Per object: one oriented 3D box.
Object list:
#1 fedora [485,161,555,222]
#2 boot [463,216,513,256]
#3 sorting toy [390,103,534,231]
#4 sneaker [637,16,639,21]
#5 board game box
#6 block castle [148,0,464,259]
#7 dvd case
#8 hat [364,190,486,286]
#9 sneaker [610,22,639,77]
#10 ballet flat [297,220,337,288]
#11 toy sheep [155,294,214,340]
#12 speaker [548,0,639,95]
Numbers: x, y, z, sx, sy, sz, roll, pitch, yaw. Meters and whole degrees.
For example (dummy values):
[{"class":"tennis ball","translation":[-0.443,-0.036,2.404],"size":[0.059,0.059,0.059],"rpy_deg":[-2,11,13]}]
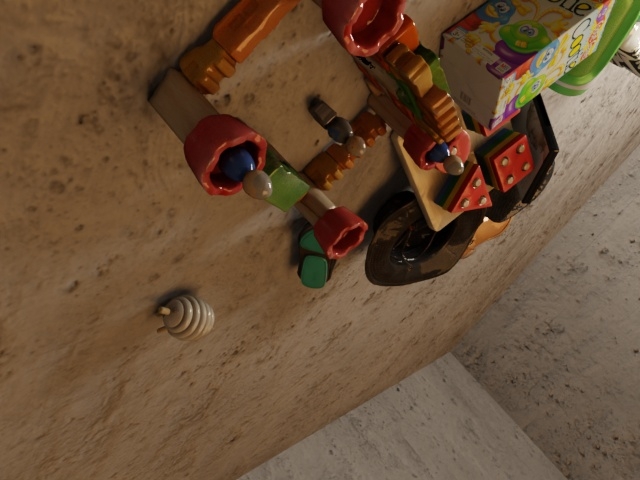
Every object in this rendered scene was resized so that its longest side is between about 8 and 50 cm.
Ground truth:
[{"class":"fedora","translation":[0.505,-0.165,1.538],"size":[0.334,0.152,0.334],"rpy_deg":[-33,154,-18]},{"class":"boot","translation":[0.464,-0.048,1.759],"size":[0.283,0.109,0.220],"rpy_deg":[-45,153,25]},{"class":"sorting toy","translation":[0.305,-0.173,1.161],"size":[0.255,0.089,0.257],"rpy_deg":[-37,126,-9]},{"class":"sneaker","translation":[0.811,-0.627,1.266],"size":[0.208,0.127,0.319],"rpy_deg":[-13,150,-47]},{"class":"board game box","translation":[0.361,-0.353,1.020],"size":[0.275,0.144,0.142],"rpy_deg":[-37,155,-11]},{"class":"block castle","translation":[0.027,-0.146,0.784],"size":[0.303,0.213,0.453],"rpy_deg":[-45,155,7]},{"class":"dvd case","translation":[0.459,-0.235,1.277],"size":[0.022,0.253,0.180],"rpy_deg":[0,147,-2]},{"class":"hat","translation":[0.222,-0.033,1.364],"size":[0.331,0.134,0.331],"rpy_deg":[-19,138,-19]},{"class":"sneaker","translation":[0.824,-0.481,1.455],"size":[0.094,0.153,0.235],"rpy_deg":[-55,160,5]},{"class":"ballet flat","translation":[0.000,0.000,1.142],"size":[0.280,0.095,0.096],"rpy_deg":[114,-12,-60]},{"class":"toy sheep","translation":[-0.240,0.138,1.019],"size":[0.091,0.091,0.132],"rpy_deg":[-47,150,12]},{"class":"speaker","translation":[0.578,-0.453,1.196],"size":[0.131,0.131,0.296],"rpy_deg":[-27,152,-29]}]
